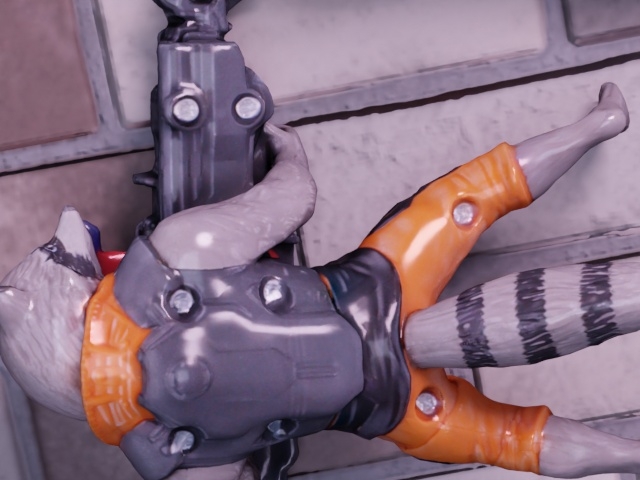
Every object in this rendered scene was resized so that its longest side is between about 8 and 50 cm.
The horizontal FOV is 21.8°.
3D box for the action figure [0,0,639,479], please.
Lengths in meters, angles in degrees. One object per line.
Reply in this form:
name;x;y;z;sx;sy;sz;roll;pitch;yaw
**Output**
action figure;0.000;0.000;0.791;0.330;0.178;0.341;-9;100;-6
